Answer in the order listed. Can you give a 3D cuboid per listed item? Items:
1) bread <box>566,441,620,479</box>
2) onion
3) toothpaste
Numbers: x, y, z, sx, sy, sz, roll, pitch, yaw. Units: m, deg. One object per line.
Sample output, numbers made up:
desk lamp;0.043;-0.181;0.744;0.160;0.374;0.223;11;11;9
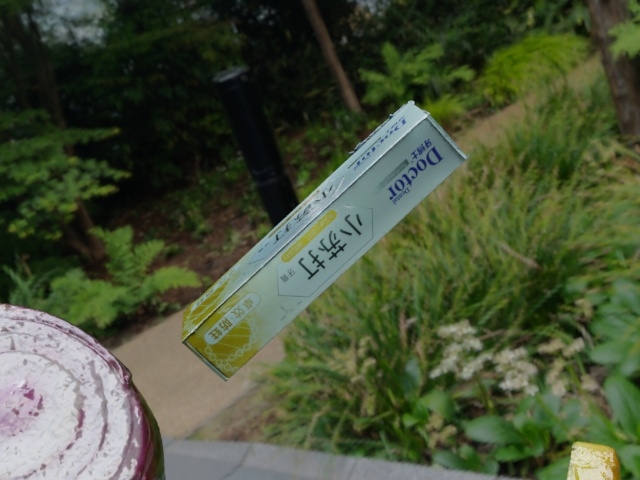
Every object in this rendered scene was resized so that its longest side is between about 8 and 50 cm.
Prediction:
bread;0.473;0.469;1.656;0.094;0.102;0.245;8;46;16
onion;-0.329;0.243;0.983;0.282;0.337;0.260;-55;-13;-41
toothpaste;0.000;0.000;0.900;0.313;0.071;0.089;-43;16;7
